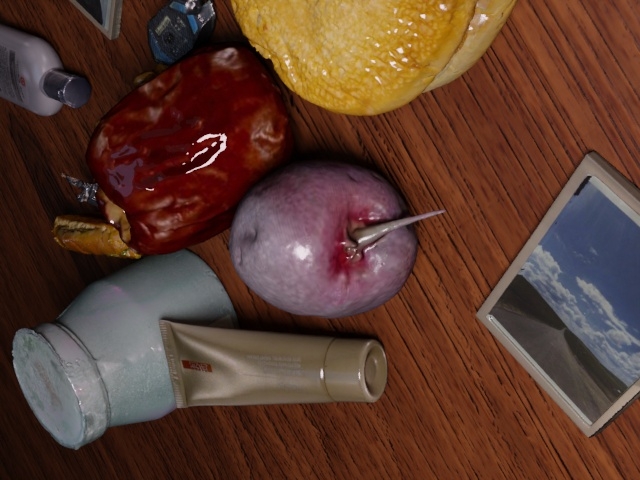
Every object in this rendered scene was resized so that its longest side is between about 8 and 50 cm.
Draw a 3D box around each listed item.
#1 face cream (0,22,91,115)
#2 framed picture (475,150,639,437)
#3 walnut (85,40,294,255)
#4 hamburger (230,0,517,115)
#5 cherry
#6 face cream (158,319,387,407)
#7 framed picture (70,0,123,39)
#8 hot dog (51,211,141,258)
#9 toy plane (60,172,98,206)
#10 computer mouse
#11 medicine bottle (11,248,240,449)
[{"bbox_3d":[-0.502,-0.292,1.527,0.291,0.071,0.144,24,127,41],"label":"face cream"},{"bbox_3d":[0.276,0.063,0.877,0.189,0.023,0.260,49,139,23],"label":"framed picture"},{"bbox_3d":[-0.173,-0.127,1.095,0.244,0.269,0.222,57,173,17],"label":"walnut"},{"bbox_3d":[0.053,-0.281,0.828,0.290,0.170,0.314,54,139,9],"label":"hamburger"},{"bbox_3d":[0.000,0.000,1.009,0.266,0.213,0.184,-22,58,59],"label":"cherry"},{"bbox_3d":[-0.076,0.175,1.200,0.341,0.084,0.137,-3,105,29],"label":"face cream"},{"bbox_3d":[-0.342,-0.428,1.320,0.150,0.015,0.203,44,137,25],"label":"framed picture"},{"bbox_3d":[-0.371,-0.011,1.492,0.269,0.115,0.072,9,96,49],"label":"hot dog"},{"bbox_3d":[-0.363,-0.078,1.439,0.062,0.135,0.188,-63,19,0],"label":"toy plane"},{"bbox_3d":[-0.185,-0.292,1.190,0.079,0.047,0.135,49,128,1],"label":"computer mouse"},{"bbox_3d":[-0.306,0.170,1.373,0.245,0.290,0.245,25,126,38],"label":"medicine bottle"}]
